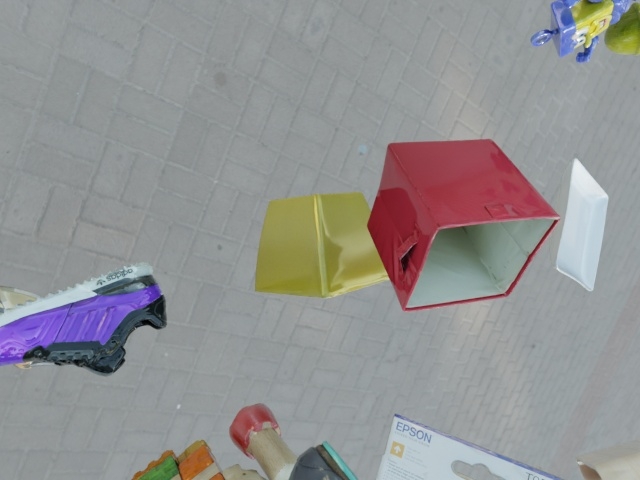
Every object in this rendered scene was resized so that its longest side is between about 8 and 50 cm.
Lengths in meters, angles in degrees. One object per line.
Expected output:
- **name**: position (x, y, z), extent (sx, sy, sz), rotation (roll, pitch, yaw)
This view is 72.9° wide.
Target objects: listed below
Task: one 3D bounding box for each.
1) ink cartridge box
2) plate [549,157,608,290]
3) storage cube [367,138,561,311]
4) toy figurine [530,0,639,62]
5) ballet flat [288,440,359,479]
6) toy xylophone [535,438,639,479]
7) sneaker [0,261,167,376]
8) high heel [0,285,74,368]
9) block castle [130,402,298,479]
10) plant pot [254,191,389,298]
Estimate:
- **ink cartridge box**: position (0.230, 0.498, 0.691), extent (0.071, 0.324, 0.330), rotation (39, 67, -58)
- **plate**: position (0.657, -0.031, 1.110), extent (0.277, 0.045, 0.278), rotation (22, 79, -41)
- **storage cube**: position (0.199, -0.029, 0.675), extent (0.215, 0.193, 0.183), rotation (-5, 137, -13)
- **toy figurine**: position (0.511, -0.449, 0.842), extent (0.217, 0.191, 0.362), rotation (-26, 165, 22)
- **ballet flat**: position (0.049, 0.225, 0.277), extent (0.074, 0.203, 0.074), rotation (-37, 147, -29)
- **toy xylophone**: position (0.495, 0.407, 0.736), extent (0.236, 0.081, 0.323), rotation (-27, 151, 20)
- **sneaker**: position (-0.371, 0.150, 0.657), extent (0.293, 0.102, 0.146), rotation (-25, 85, -31)
- **high heel**: position (-0.617, 0.177, 0.861), extent (0.186, 0.093, 0.261), rotation (0, 134, 12)
- **block castle**: position (-0.214, 0.517, 0.715), extent (0.453, 0.213, 0.303), rotation (-31, 116, -23)
- **plant pot**: position (0.000, 0.000, 0.892), extent (0.212, 0.212, 0.187), rotation (-8, 95, -45)
